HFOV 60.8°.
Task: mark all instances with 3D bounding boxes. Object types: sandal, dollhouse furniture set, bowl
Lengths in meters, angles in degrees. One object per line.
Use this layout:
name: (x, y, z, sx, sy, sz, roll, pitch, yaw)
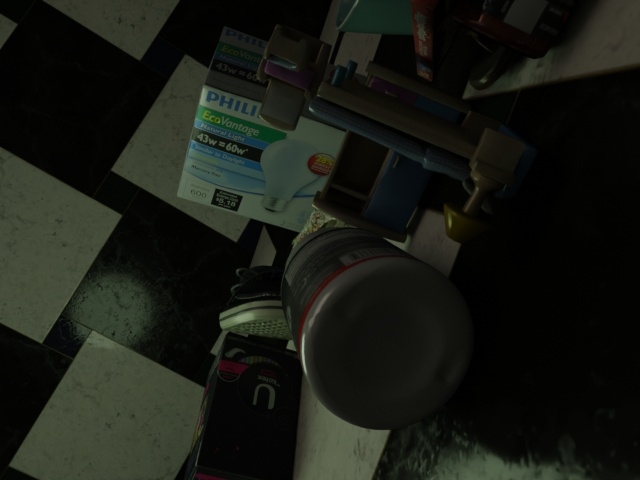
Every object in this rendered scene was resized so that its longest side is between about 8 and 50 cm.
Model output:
sandal: (0.201, -0.274, 0.632, 0.090, 0.060, 0.219, 160, 127, -75)
dollhouse furniture set: (0.029, -0.085, 0.590, 0.303, 0.287, 0.198, -72, 4, -69)
bowl: (0.154, -0.453, 0.851, 0.311, 0.163, 0.311, -163, 90, -77)

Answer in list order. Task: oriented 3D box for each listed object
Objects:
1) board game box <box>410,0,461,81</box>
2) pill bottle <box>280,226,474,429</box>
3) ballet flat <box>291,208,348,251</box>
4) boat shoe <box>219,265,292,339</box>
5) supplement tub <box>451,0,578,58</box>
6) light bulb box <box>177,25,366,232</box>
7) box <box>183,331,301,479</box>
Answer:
board game box: (0.149, -0.277, 0.605, 0.145, 0.027, 0.281, -61, -8, 9)
pill bottle: (0.040, 0.072, 0.613, 0.283, 0.161, 0.161, -136, 64, -77)
ballet flat: (0.000, 0.000, 1.093, 0.241, 0.091, 0.077, 115, 144, -45)
boat shoe: (-0.111, 0.128, 1.161, 0.500, 0.187, 0.155, 144, 137, -78)
supplement tub: (0.209, -0.277, 0.496, 0.106, 0.106, 0.197, -93, 24, -59)
light bulb box: (-0.120, -0.245, 1.304, 0.361, 0.358, 0.225, 120, 161, -49)
box: (-0.140, 0.335, 1.021, 0.270, 0.165, 0.143, -86, 18, -46)
